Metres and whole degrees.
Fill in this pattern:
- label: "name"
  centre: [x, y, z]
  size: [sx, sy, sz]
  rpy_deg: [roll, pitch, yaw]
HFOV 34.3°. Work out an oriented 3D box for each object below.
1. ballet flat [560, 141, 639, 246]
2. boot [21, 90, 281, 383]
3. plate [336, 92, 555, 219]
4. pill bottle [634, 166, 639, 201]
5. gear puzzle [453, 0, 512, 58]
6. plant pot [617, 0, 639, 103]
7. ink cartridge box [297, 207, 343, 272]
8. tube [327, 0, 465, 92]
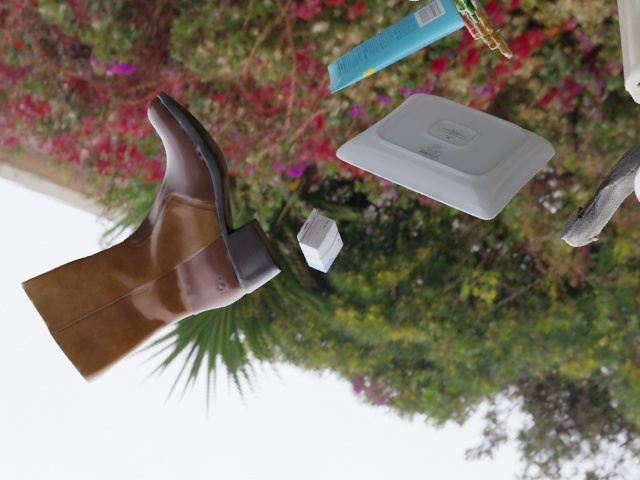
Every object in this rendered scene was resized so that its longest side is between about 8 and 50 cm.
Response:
- label: "ballet flat"
  centre: [0.505, -0.075, 1.779]
  size: [0.058, 0.250, 0.084]
  rpy_deg: [32, -144, -3]
- label: "boot"
  centre: [-0.225, -0.006, 1.235]
  size: [0.264, 0.280, 0.096]
  rpy_deg: [61, -175, -6]
- label: "plate"
  centre: [0.209, -0.155, 1.672]
  size: [0.277, 0.045, 0.278]
  rpy_deg: [25, -141, 22]
- label: "pill bottle"
  centre: [0.357, 0.008, 0.853]
  size: [0.117, 0.117, 0.208]
  rpy_deg: [0, -126, -30]
- label: "gear puzzle"
  centre: [0.254, -0.379, 1.760]
  size: [0.175, 0.044, 0.339]
  rpy_deg: [49, -168, -28]
- label: "plant pot"
  centre: [0.650, -0.399, 1.801]
  size: [0.333, 0.334, 0.305]
  rpy_deg: [11, -104, -21]
- label: "ink cartridge box"
  centre: [0.000, 0.000, 1.344]
  size: [0.028, 0.083, 0.048]
  rpy_deg: [22, -111, 22]
- label: "tube"
  centre: [0.101, -0.278, 1.470]
  size: [0.052, 0.207, 0.080]
  rpy_deg: [56, -164, -28]
